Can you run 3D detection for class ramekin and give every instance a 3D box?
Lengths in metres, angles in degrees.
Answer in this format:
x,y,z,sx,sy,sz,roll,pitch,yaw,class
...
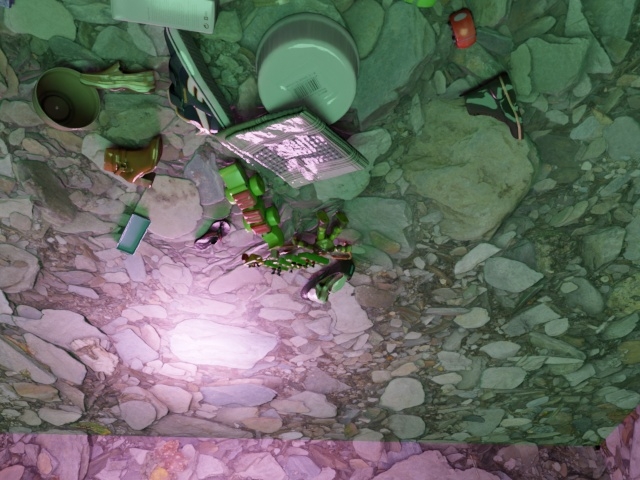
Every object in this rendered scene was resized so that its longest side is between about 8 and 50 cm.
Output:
x,y,z,sx,sy,sz,roll,pitch,yaw,class
-0.034,-0.421,1.330,0.278,0.135,0.277,0,133,0,ramekin

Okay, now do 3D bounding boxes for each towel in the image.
x,y,z,sx,sy,sz,roll,pitch,yaw,class
-0.080,-0.244,1.432,0.324,0.056,0.312,-6,157,35,towel

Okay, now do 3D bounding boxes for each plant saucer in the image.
x,y,z,sx,sy,sz,roll,pitch,yaw,class
-0.647,-0.022,1.787,0.067,0.018,0.192,24,130,-22,plant saucer

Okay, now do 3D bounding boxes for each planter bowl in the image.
x,y,z,sx,sy,sz,roll,pitch,yaw,class
-0.690,-0.364,1.380,0.109,0.162,0.162,-8,140,45,planter bowl

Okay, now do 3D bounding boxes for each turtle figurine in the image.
x,y,z,sx,sy,sz,roll,pitch,yaw,class
0.000,0.000,1.765,0.270,0.087,0.217,11,133,-10,turtle figurine

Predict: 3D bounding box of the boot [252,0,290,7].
x,y,z,sx,sy,sz,roll,pitch,yaw,class
-0.083,-0.631,1.170,0.213,0.077,0.165,-10,133,16,boot

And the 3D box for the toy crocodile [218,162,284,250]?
x,y,z,sx,sy,sz,roll,pitch,yaw,class
-0.216,-0.105,1.651,0.115,0.105,0.340,-15,132,13,toy crocodile

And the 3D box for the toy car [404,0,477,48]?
x,y,z,sx,sy,sz,roll,pitch,yaw,class
0.301,-0.579,1.237,0.225,0.053,0.239,6,133,-6,toy car

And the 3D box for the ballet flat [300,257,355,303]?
x,y,z,sx,sy,sz,roll,pitch,yaw,class
0.018,0.169,1.920,0.095,0.096,0.280,29,127,-26,ballet flat

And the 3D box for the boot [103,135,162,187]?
x,y,z,sx,sy,sz,roll,pitch,yaw,class
-0.560,-0.249,1.536,0.153,0.073,0.197,21,127,-14,boot

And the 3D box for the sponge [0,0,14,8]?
x,y,z,sx,sy,sz,roll,pitch,yaw,class
-0.823,-0.634,1.191,0.210,0.031,0.117,18,131,-16,sponge

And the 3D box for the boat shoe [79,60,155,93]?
x,y,z,sx,sy,sz,roll,pitch,yaw,class
-0.536,-0.438,1.367,0.190,0.068,0.072,1,122,-15,boat shoe

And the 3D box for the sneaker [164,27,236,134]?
x,y,z,sx,sy,sz,roll,pitch,yaw,class
-0.344,-0.403,1.350,0.128,0.126,0.321,-18,133,8,sneaker

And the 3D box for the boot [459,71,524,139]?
x,y,z,sx,sy,sz,roll,pitch,yaw,class
0.484,-0.355,1.449,0.137,0.076,0.197,-18,118,22,boot

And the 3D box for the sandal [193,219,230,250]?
x,y,z,sx,sy,sz,roll,pitch,yaw,class
-0.374,-0.008,1.786,0.067,0.040,0.179,35,124,-29,sandal

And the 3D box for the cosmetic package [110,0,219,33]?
x,y,z,sx,sy,sz,roll,pitch,yaw,class
-0.358,-0.560,1.209,0.231,0.117,0.085,6,133,-8,cosmetic package

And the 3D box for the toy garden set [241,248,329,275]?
x,y,z,sx,sy,sz,roll,pitch,yaw,class
-0.129,0.078,1.762,0.244,0.049,0.204,-12,157,44,toy garden set
